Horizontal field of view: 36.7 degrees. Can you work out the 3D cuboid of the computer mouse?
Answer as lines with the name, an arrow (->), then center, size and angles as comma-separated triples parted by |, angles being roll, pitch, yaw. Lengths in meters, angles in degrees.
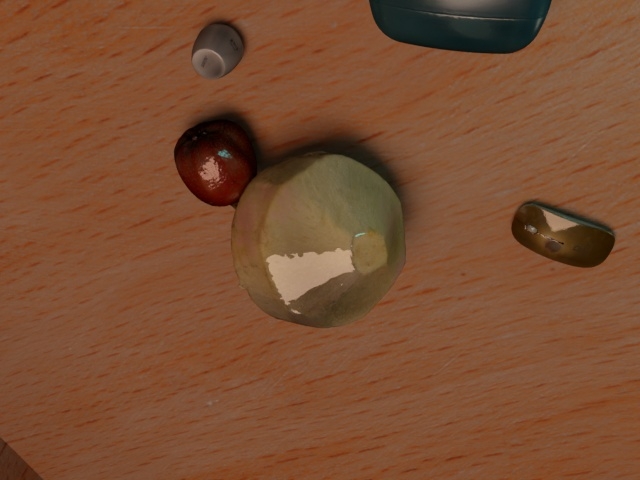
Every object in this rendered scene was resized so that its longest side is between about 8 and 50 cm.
computer mouse -> 0.472, -0.008, 1.884 | 0.199, 0.044, 0.102 | 21, 129, 0

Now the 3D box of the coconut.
coconut -> 0.000, 0.000, 1.866 | 0.353, 0.352, 0.352 | 9, 130, 11

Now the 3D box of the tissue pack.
tissue pack -> 0.224, -0.402, 1.539 | 0.288, 0.198, 0.206 | 7, 128, 10

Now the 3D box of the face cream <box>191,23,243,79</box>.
face cream -> -0.192, -0.348, 1.787 | 0.091, 0.095, 0.091 | 9, 131, 10

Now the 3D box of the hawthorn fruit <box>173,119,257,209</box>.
hawthorn fruit -> -0.200, -0.145, 1.921 | 0.169, 0.169, 0.188 | -11, 129, 26
